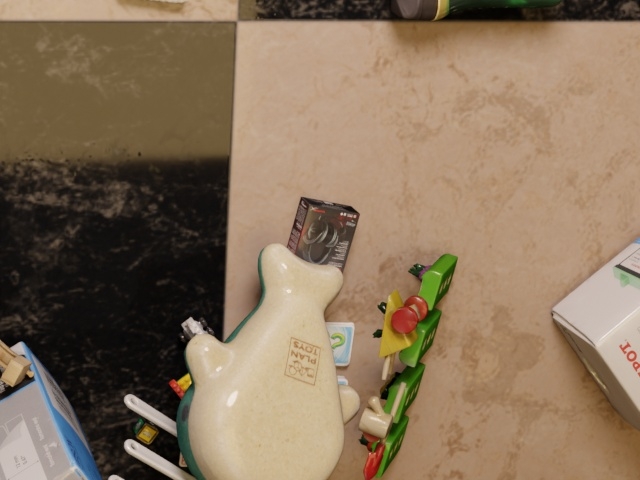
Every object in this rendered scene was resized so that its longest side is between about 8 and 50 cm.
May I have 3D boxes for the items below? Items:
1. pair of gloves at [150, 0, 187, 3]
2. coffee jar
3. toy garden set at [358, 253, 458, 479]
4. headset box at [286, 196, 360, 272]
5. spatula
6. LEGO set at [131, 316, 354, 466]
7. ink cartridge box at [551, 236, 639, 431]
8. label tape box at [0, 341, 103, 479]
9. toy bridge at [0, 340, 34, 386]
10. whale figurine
[{"bbox_3d":[-0.209,-0.342,1.390,0.240,0.042,0.204,12,104,-24],"label":"pair of gloves"},{"bbox_3d":[0.161,-0.283,1.519,0.184,0.079,0.096,-10,112,-15],"label":"coffee jar"},{"bbox_3d":[0.077,0.142,1.597,0.049,0.204,0.244,18,104,11],"label":"toy garden set"},{"bbox_3d":[0.000,0.000,1.592,0.062,0.032,0.083,11,103,-23],"label":"headset box"},{"bbox_3d":[-0.121,0.265,1.546,0.242,0.168,0.019,35,121,-23],"label":"spatula"},{"bbox_3d":[-0.081,0.177,1.616,0.244,0.060,0.182,4,104,-20],"label":"LEGO set"},{"bbox_3d":[0.446,0.085,1.731,0.278,0.117,0.201,-39,117,-2],"label":"ink cartridge box"},{"bbox_3d":[-0.388,0.282,1.430,0.348,0.249,0.115,-31,123,-7],"label":"label tape box"},{"bbox_3d":[-0.366,0.087,1.459,0.188,0.063,0.026,31,97,3],"label":"toy bridge"},{"bbox_3d":[-0.059,0.145,1.541,0.216,0.141,0.272,21,71,-29],"label":"whale figurine"}]
